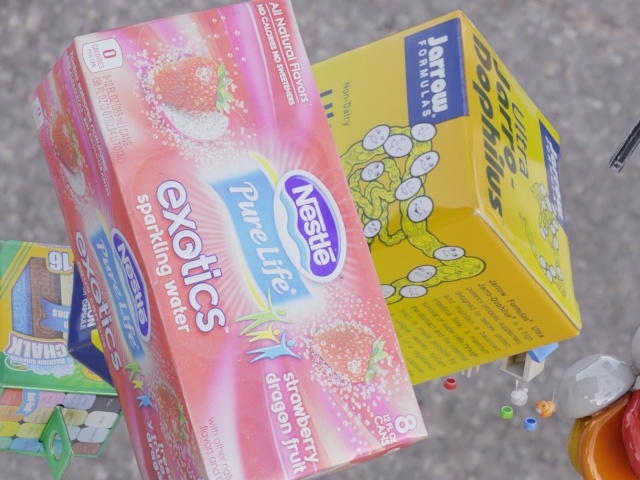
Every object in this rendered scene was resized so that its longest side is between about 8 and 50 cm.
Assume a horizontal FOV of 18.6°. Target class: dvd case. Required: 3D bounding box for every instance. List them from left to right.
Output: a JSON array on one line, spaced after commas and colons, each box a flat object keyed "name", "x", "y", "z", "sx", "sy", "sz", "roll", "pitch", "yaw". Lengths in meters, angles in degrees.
[{"name": "dvd case", "x": 0.331, "y": -0.173, "z": 1.722, "sx": 0.018, "sy": 0.221, "sz": 0.164, "roll": 35, "pitch": 31, "yaw": 6}]

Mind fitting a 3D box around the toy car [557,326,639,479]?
[{"name": "toy car", "x": 0.301, "y": 0.161, "z": 1.693, "sx": 0.159, "sy": 0.182, "sz": 0.136, "roll": 58, "pitch": 6, "yaw": -8}]

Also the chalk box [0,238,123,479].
[{"name": "chalk box", "x": -0.262, "y": 0.125, "z": 1.868, "sx": 0.132, "sy": 0.132, "sz": 0.213, "roll": 7, "pitch": 53, "yaw": -20}]

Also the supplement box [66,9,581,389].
[{"name": "supplement box", "x": 0.000, "y": 0.000, "z": 1.546, "sx": 0.195, "sy": 0.356, "sz": 0.194, "roll": 45, "pitch": 34, "yaw": -47}]

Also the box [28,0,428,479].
[{"name": "box", "x": -0.062, "y": 0.013, "z": 1.252, "sx": 0.154, "sy": 0.142, "sz": 0.300, "roll": -14, "pitch": 84, "yaw": -23}]

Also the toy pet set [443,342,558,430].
[{"name": "toy pet set", "x": 0.216, "y": 0.136, "z": 2.165, "sx": 0.122, "sy": 0.065, "sz": 0.114, "roll": 25, "pitch": 37, "yaw": 28}]
